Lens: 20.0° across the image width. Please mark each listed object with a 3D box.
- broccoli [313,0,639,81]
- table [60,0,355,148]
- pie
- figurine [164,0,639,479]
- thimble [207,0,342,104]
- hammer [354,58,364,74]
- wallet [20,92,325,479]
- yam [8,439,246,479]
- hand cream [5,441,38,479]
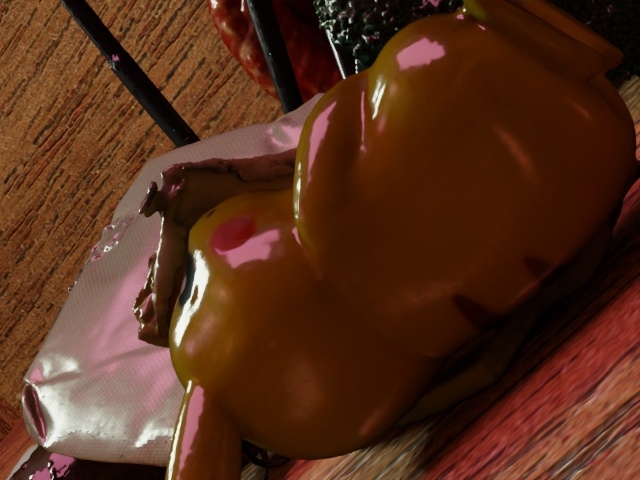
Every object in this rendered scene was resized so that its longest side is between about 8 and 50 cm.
[{"bbox_3d":[0.126,-0.174,1.268,0.297,0.298,0.297,-53,-28,-46],"label":"broccoli"},{"bbox_3d":[-0.088,-0.185,1.581,0.317,0.249,0.317,-27,-2,-1],"label":"table"},{"bbox_3d":[0.000,0.000,1.093,0.282,0.068,0.128,-5,-62,-43],"label":"pie"},{"bbox_3d":[0.036,0.012,0.955,0.327,0.169,0.218,-43,-9,18],"label":"figurine"},{"bbox_3d":[0.059,-0.299,1.972,0.350,0.350,0.230,-45,7,20],"label":"thimble"},{"bbox_3d":[0.044,-0.091,1.384,0.103,0.246,0.029,-1,-2,16],"label":"hammer"},{"bbox_3d":[-0.097,0.040,1.342,0.275,0.068,0.335,-7,51,41],"label":"wallet"},{"bbox_3d":[-0.125,0.140,1.431,0.279,0.131,0.131,-47,6,-3],"label":"yam"},{"bbox_3d":[-0.329,0.324,1.898,0.314,0.089,0.139,-54,-9,-24],"label":"hand cream"}]
